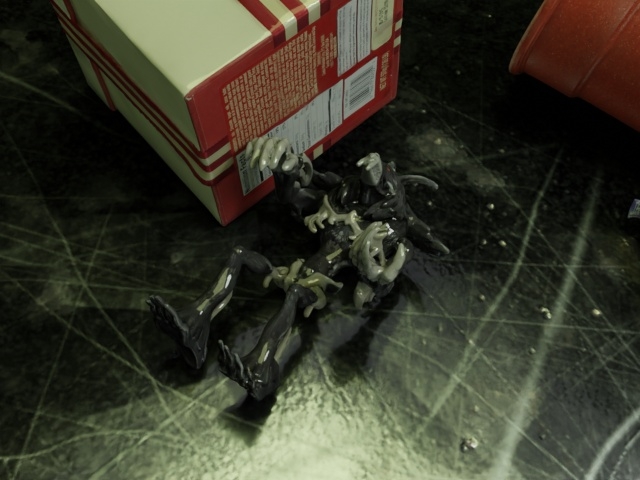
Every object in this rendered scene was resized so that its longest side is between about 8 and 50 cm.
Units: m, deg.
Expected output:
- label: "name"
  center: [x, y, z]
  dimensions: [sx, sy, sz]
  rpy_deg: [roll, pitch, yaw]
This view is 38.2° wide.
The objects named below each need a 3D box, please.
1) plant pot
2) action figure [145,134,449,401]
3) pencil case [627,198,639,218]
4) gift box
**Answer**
- label: "plant pot"
  center: [0.368, -0.196, 0.870]
  dimensions: [0.265, 0.272, 0.272]
  rpy_deg: [38, 61, 9]
- label: "action figure"
  center: [0.000, 0.000, 0.762]
  dimensions: [0.164, 0.141, 0.275]
  rpy_deg: [34, 62, 21]
- label: "pencil case"
  center: [0.361, 0.047, 0.792]
  dimensions: [0.104, 0.104, 0.236]
  rpy_deg: [-11, 59, -13]
- label: "gift box"
  center: [-0.078, -0.212, 0.830]
  dimensions: [0.276, 0.255, 0.258]
  rpy_deg: [-37, 69, -19]
